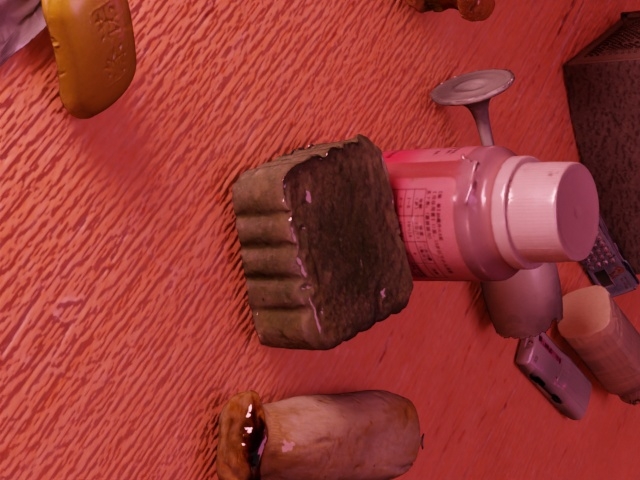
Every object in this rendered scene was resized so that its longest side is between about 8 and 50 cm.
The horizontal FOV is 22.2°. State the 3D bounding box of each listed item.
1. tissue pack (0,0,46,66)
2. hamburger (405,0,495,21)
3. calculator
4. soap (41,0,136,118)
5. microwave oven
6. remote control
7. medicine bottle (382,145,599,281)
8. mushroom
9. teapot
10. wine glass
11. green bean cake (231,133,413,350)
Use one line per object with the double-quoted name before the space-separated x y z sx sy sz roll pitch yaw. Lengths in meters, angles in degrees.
"tissue pack" -0.261 -0.247 1.284 0.122 0.026 0.193 -57 135 -40
"hamburger" 0.162 -0.351 1.818 0.131 0.124 0.262 67 42 -57
"calculator" 0.368 0.020 2.143 0.172 0.057 0.018 52 27 -42
"soap" -0.189 -0.168 1.349 0.089 0.045 0.140 -49 144 -43
"microwave oven" 0.581 -0.148 2.119 0.236 0.432 0.374 -37 119 -49
"remote control" 0.299 0.165 2.066 0.166 0.029 0.065 45 55 -44
"medicine bottle" 0.155 -0.027 1.678 0.147 0.247 0.147 -1 91 -55
"mushroom" 0.005 0.198 1.612 0.312 0.081 0.100 8 89 -56
"teapot" 0.383 0.130 2.152 0.200 0.077 0.107 47 33 -43
"wine glass" 0.260 -0.076 1.944 0.264 0.096 0.309 -38 120 -42
"green bean cake" 0.000 0.000 1.593 0.183 0.094 0.185 -24 109 -52
